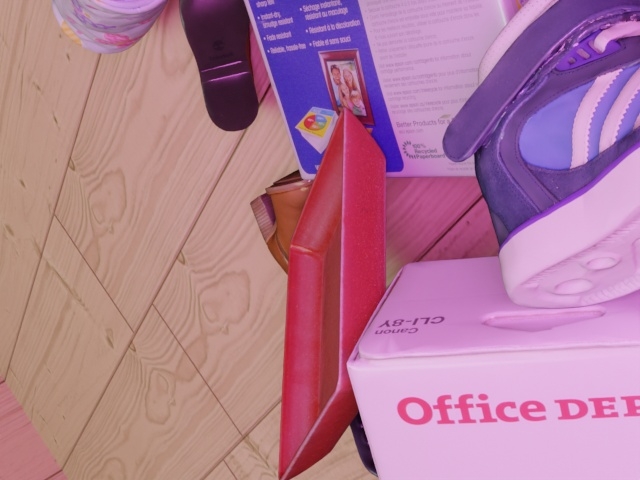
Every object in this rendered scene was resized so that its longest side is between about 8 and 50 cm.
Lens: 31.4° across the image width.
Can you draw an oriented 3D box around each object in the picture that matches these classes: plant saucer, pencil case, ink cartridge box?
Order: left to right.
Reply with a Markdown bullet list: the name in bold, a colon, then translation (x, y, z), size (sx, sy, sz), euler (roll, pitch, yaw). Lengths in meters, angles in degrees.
- **pencil case**: translation (-0.219, -0.271, 1.195), size (0.273, 0.124, 0.113), euler (179, 83, -76)
- **plant saucer**: translation (0.012, 0.058, 1.006), size (0.259, 0.048, 0.258), euler (112, 162, -59)
- **ink cartridge box**: translation (0.052, -0.200, 0.953), size (0.304, 0.072, 0.307), euler (4, 116, 51)
- **ink cartridge box**: translation (0.213, 0.203, 0.871), size (0.279, 0.160, 0.384), euler (-6, 114, 23)

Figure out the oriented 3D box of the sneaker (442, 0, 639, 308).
- **sneaker**: translation (0.212, -0.114, 0.694), size (0.323, 0.130, 0.236), euler (-35, 50, 48)

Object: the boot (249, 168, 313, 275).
- **boot**: translation (0.000, 0.000, 1.215), size (0.152, 0.073, 0.197), euler (61, 162, 1)

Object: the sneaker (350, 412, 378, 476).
- **sneaker**: translation (0.141, 0.180, 1.045), size (0.321, 0.180, 0.124), euler (35, 142, 36)

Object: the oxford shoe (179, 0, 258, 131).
- **oxford shoe**: translation (-0.107, -0.225, 1.187), size (0.076, 0.076, 0.212), euler (-104, 10, -62)
